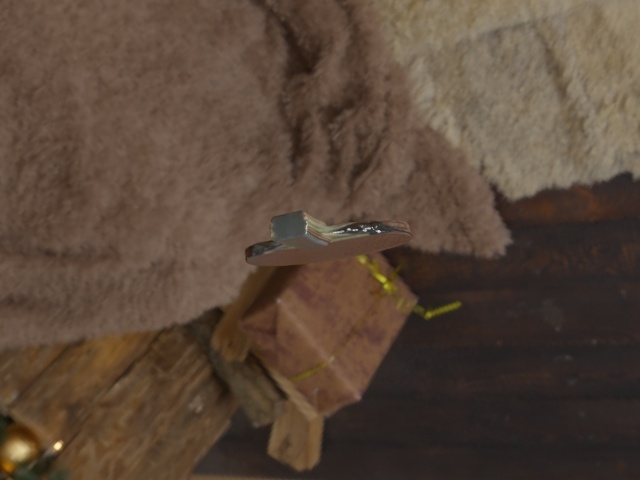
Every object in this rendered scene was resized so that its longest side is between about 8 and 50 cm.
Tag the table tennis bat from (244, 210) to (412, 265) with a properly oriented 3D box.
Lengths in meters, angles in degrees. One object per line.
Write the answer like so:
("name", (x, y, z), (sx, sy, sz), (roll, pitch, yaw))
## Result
("table tennis bat", (0.000, 0.000, 0.853), (0.130, 0.220, 0.019), (-11, 83, 11))
